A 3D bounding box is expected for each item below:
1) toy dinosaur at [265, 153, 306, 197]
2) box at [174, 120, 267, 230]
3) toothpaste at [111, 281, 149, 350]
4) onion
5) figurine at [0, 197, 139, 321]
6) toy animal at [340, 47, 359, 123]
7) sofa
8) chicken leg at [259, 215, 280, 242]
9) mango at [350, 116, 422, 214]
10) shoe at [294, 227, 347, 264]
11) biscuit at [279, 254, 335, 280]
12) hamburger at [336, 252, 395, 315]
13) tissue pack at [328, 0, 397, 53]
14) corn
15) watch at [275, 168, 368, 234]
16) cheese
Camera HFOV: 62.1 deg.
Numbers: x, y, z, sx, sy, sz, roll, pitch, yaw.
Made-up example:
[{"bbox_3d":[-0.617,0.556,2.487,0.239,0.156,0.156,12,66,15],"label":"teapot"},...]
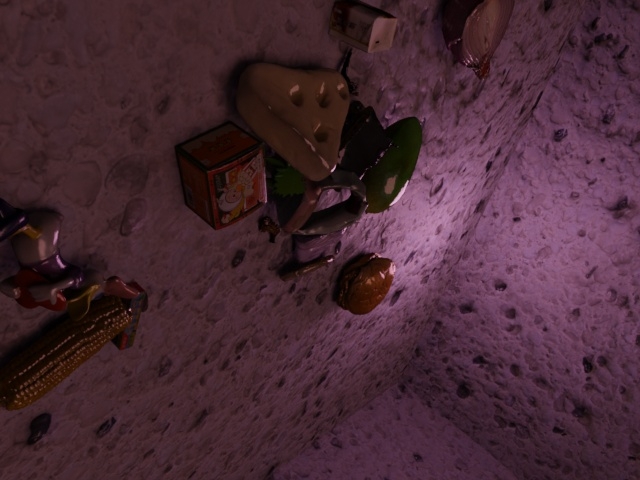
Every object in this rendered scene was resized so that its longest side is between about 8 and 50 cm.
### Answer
[{"bbox_3d":[-0.102,-0.236,1.515,0.194,0.177,0.152,-17,141,-7],"label":"toy dinosaur"},{"bbox_3d":[-0.244,-0.164,1.356,0.177,0.148,0.195,-33,145,-31],"label":"box"},{"bbox_3d":[-0.516,0.212,1.437,0.044,0.070,0.194,-14,132,-52],"label":"toothpaste"},{"bbox_3d":[0.531,-0.737,1.873,0.267,0.159,0.349,-31,144,-16],"label":"onion"},{"bbox_3d":[-0.568,0.052,1.124,0.421,0.154,0.193,67,29,-49],"label":"figurine"},{"bbox_3d":[0.082,-0.453,1.578,0.108,0.062,0.220,-38,132,-81],"label":"toy animal"},{"bbox_3d":[0.093,-0.305,1.734,0.258,0.182,0.200,-51,133,-6],"label":"sofa"},{"bbox_3d":[-0.162,-0.034,1.733,0.062,0.037,0.145,-30,149,3],"label":"chicken leg"},{"bbox_3d":[0.241,-0.273,1.902,0.225,0.201,0.382,25,96,-52],"label":"mango"},{"bbox_3d":[0.000,0.000,1.957,0.245,0.095,0.138,-24,143,-37],"label":"shoe"},{"bbox_3d":[-0.027,0.097,1.991,0.289,0.038,0.141,-20,177,-45],"label":"biscuit"},{"bbox_3d":[0.203,0.204,2.402,0.318,0.158,0.319,-34,144,-29],"label":"hamburger"},{"bbox_3d":[0.114,-0.581,1.435,0.106,0.148,0.099,-27,142,-39],"label":"tissue pack"},{"bbox_3d":[-0.623,0.267,1.293,0.363,0.120,0.120,-39,148,-28],"label":"corn"},{"bbox_3d":[0.013,-0.118,1.654,0.241,0.162,0.253,12,138,-30],"label":"watch"},{"bbox_3d":[-0.066,-0.374,1.395,0.328,0.129,0.351,34,53,-33],"label":"cheese"}]
